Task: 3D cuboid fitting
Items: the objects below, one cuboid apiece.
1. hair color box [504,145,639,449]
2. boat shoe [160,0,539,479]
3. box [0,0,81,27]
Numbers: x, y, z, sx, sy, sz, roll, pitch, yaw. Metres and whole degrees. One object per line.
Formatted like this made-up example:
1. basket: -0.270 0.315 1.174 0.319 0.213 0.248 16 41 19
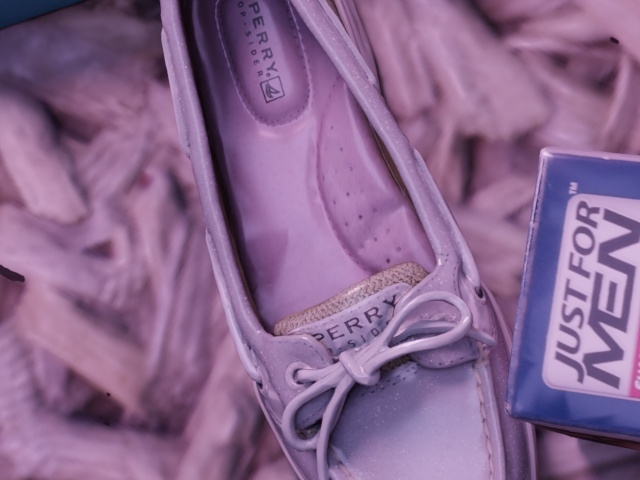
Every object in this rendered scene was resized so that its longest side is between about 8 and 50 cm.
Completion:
1. hair color box: 0.257 0.047 0.682 0.347 0.174 0.105 8 83 17
2. boat shoe: 0.002 -0.002 0.800 0.118 0.103 0.320 -21 75 11
3. box: -0.091 -0.183 0.882 0.244 0.060 0.101 -17 76 12
